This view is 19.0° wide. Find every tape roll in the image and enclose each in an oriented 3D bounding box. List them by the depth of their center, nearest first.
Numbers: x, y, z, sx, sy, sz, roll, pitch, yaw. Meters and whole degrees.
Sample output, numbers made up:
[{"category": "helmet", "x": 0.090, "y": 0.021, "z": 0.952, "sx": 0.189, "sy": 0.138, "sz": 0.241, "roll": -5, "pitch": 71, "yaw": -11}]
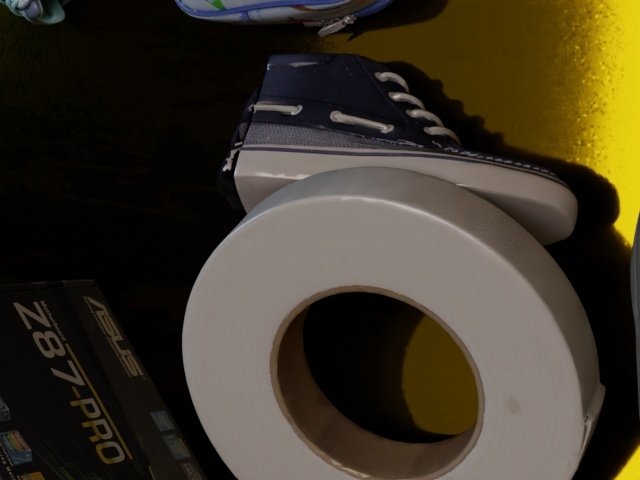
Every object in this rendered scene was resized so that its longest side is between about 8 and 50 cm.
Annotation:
[{"category": "tape roll", "x": 0.063, "y": 0.120, "z": 1.753, "sx": 0.392, "sy": 0.072, "sz": 0.392, "roll": 10, "pitch": 118, "yaw": 18}]

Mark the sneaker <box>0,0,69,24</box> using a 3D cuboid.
[{"category": "sneaker", "x": -0.324, "y": -0.282, "z": 2.002, "sx": 0.283, "sy": 0.110, "sz": 0.122, "roll": -8, "pitch": 91, "yaw": 27}]

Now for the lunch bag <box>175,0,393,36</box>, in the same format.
[{"category": "lunch bag", "x": -0.028, "y": -0.349, "z": 1.850, "sx": 0.243, "sy": 0.115, "sz": 0.303, "roll": -3, "pitch": 89, "yaw": 24}]

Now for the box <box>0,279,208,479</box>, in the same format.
[{"category": "box", "x": -0.245, "y": 0.228, "z": 1.854, "sx": 0.097, "sy": 0.318, "sz": 0.395, "roll": -37, "pitch": 74, "yaw": 22}]

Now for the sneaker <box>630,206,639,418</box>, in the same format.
[{"category": "sneaker", "x": 0.326, "y": 0.049, "z": 1.683, "sx": 0.091, "sy": 0.094, "sz": 0.258, "roll": 4, "pitch": 72, "yaw": -4}]

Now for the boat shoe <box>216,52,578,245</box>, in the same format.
[{"category": "boat shoe", "x": 0.080, "y": -0.095, "z": 1.791, "sx": 0.340, "sy": 0.127, "sz": 0.158, "roll": 8, "pitch": 63, "yaw": 13}]

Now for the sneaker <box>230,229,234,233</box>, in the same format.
[{"category": "sneaker", "x": 0.000, "y": 0.000, "z": 1.866, "sx": 0.209, "sy": 0.069, "sz": 0.082, "roll": -14, "pitch": 81, "yaw": 26}]
